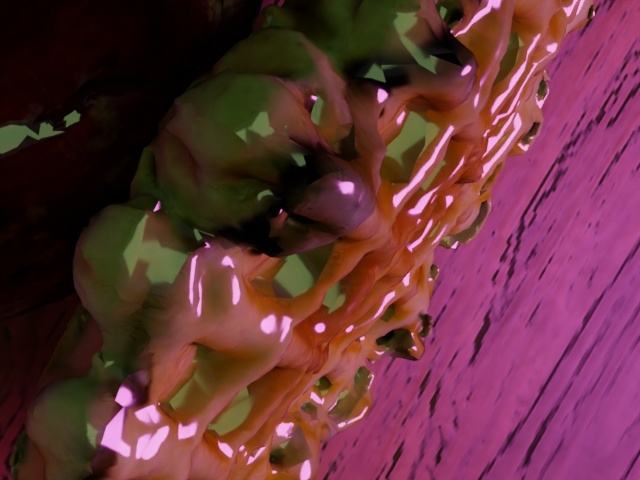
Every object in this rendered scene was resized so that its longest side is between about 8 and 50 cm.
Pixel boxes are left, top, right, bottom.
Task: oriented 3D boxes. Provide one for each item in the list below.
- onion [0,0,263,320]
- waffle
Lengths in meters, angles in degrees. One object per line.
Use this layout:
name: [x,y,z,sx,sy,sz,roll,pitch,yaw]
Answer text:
onion: [-0.126,-0.102,0.478,0.281,0.221,0.281,-3,106,-9]
waffle: [0.000,0.000,0.543,0.317,0.073,0.297,-42,162,-46]
